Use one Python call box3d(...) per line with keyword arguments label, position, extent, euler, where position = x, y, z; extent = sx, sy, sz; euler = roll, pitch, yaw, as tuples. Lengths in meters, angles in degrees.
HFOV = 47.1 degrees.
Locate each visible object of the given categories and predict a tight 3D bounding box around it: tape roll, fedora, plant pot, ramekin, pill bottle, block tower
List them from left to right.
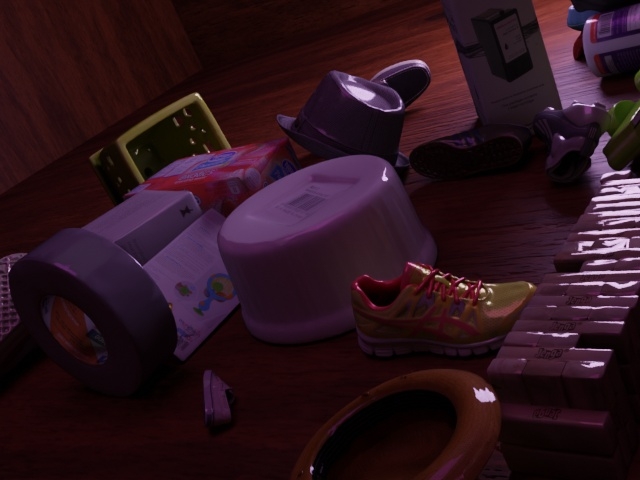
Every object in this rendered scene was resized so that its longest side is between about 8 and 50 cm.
box3d(label="tape roll", position=(-0.290, 0.094, 0.935), extent=(0.219, 0.219, 0.072), euler=(-6, 28, 38))
box3d(label="plant pot", position=(-0.325, -0.143, 1.515), extent=(0.207, 0.227, 0.228), euler=(-6, 28, 50))
box3d(label="ramekin", position=(0.000, 0.000, 0.963), extent=(0.277, 0.135, 0.277), euler=(-21, 22, 9))
box3d(label="fedora", position=(0.055, -0.215, 1.261), extent=(0.243, 0.124, 0.275), euler=(16, 21, -12))
box3d(label="fedora", position=(0.063, 0.179, 0.558), extent=(0.194, 0.079, 0.194), euler=(-32, 14, 9))
box3d(label="block tower", position=(0.256, 0.053, 0.641), extent=(0.097, 0.091, 0.335), euler=(-4, 30, 40))
box3d(label="pill bottle", position=(0.544, -0.338, 1.205), extent=(0.193, 0.108, 0.108), euler=(-3, 30, 41))

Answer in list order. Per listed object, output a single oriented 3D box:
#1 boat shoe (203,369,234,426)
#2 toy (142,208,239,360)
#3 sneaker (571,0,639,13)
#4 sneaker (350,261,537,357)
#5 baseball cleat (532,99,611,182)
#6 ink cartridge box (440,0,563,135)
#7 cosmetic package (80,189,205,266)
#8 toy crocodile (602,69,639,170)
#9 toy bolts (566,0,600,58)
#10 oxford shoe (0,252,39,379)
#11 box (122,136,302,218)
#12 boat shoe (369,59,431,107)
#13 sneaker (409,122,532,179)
box3d(label="boat shoe", position=(-0.114, 0.176, 0.826), extent=(0.035, 0.035, 0.100), euler=(1, 15, -11))
box3d(label="toy", position=(-0.180, 0.066, 1.060), extent=(0.237, 0.137, 0.056), euler=(-46, -9, -46))
box3d(label="sneaker", position=(0.572, -0.423, 1.270), extent=(0.130, 0.286, 0.109), euler=(117, 167, -67))
box3d(label="sneaker", position=(0.119, 0.063, 0.752), extent=(0.208, 0.094, 0.081), euler=(-11, 24, 26))
box3d(label="baseball cleat", position=(0.327, -0.133, 1.014), extent=(0.206, 0.072, 0.109), euler=(5, -72, -88))
box3d(label="ink cartridge box", position=(0.286, -0.329, 1.207), extent=(0.121, 0.289, 0.211), euler=(-19, 22, 11))
box3d(label="cosmetic package", position=(-0.271, 0.020, 1.173), extent=(0.151, 0.151, 0.183), euler=(-37, 24, -29))
box3d(label="toy crocodile", position=(0.476, -0.199, 0.983), extent=(0.340, 0.105, 0.115), euler=(-44, -10, -36))
box3d(label="toy bolts", position=(0.554, -0.463, 1.408), extent=(0.228, 0.158, 0.218), euler=(-30, 23, -13))
box3d(label="oxford shoe", position=(-0.576, 0.205, 1.125), extent=(0.449, 0.169, 0.130), euler=(-50, -11, -34))
box3d(label="box", position=(-0.177, -0.068, 1.287), extent=(0.300, 0.142, 0.154), euler=(-5, 29, 39))
box3d(label="boat shoe", position=(0.109, -0.277, 1.535), extent=(0.285, 0.103, 0.092), euler=(-26, 27, 5))
box3d(label="sneaker", position=(0.240, -0.142, 1.145), extent=(0.192, 0.064, 0.086), euler=(-4, 22, 40))
